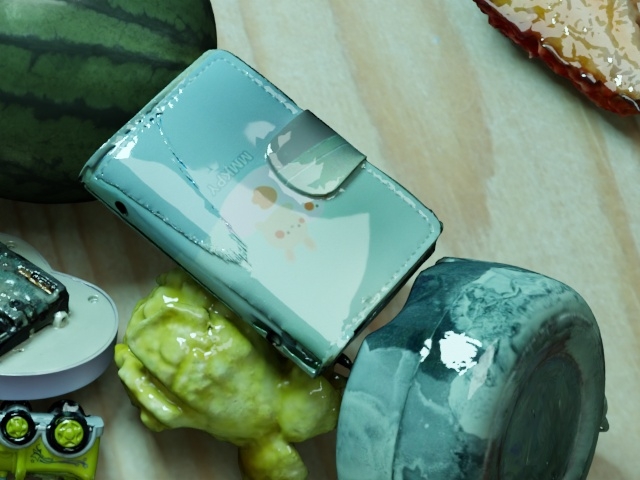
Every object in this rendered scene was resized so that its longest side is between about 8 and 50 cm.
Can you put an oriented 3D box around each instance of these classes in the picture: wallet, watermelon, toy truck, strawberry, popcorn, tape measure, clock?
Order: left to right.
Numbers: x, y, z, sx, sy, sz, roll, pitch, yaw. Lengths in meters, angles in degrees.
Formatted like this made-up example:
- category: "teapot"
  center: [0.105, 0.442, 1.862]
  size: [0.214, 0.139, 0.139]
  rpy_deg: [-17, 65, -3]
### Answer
- category: "clock"
  center: [-0.274, 0.058, 1.337]
  size: [0.198, 0.064, 0.172]
  rpy_deg: [30, 41, 24]
- category: "toy truck"
  center: [-0.234, 0.170, 1.305]
  size: [0.111, 0.076, 0.077]
  rpy_deg: [4, 94, -11]
- category: "watermelon"
  center: [-0.243, -0.172, 1.406]
  size: [0.359, 0.279, 0.279]
  rpy_deg: [10, 54, -15]
- category: "popcorn"
  center: [-0.076, 0.114, 1.335]
  size: [0.195, 0.168, 0.173]
  rpy_deg: [33, 76, -7]
- category: "wallet"
  center: [-0.043, -0.026, 1.285]
  size: [0.250, 0.075, 0.176]
  rpy_deg: [39, 62, 9]
- category: "tape measure"
  center: [0.124, 0.150, 1.300]
  size: [0.147, 0.275, 0.256]
  rpy_deg: [12, 53, 33]
- category: "strawberry"
  center: [0.296, -0.270, 1.695]
  size: [0.280, 0.150, 0.253]
  rpy_deg: [40, 77, 12]
